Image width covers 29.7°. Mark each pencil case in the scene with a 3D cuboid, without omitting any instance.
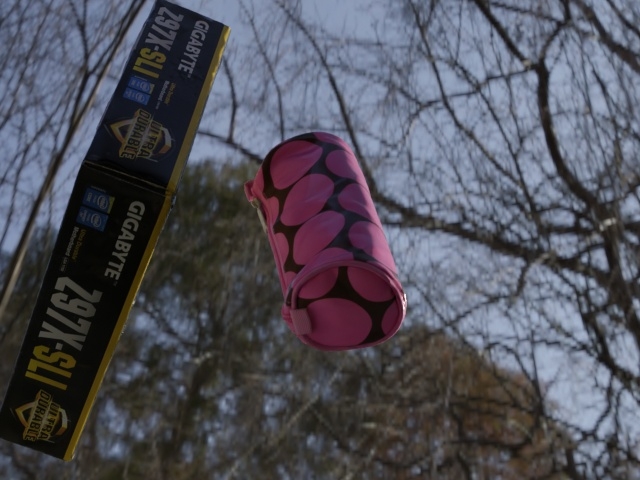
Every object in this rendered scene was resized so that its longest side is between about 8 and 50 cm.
[{"bbox_3d":[0.000,0.000,0.954,0.098,0.209,0.095,-8,-58,-7],"label":"pencil case"}]

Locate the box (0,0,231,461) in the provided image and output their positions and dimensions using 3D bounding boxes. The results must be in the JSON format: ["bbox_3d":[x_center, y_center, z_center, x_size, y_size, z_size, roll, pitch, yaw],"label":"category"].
[{"bbox_3d":[-0.179,-0.008,1.039,0.079,0.257,0.322,21,-53,-8],"label":"box"}]
